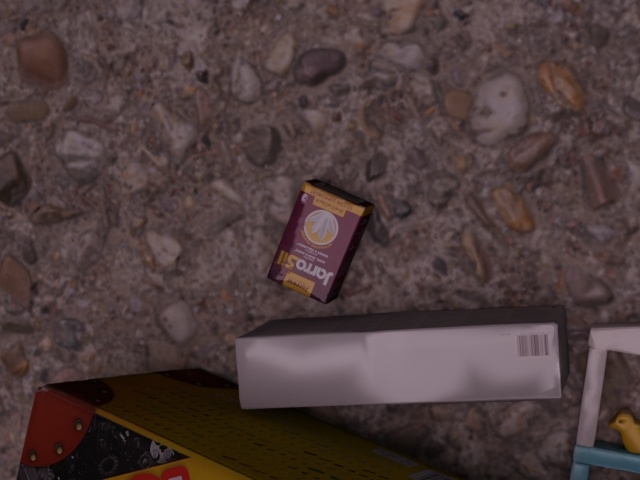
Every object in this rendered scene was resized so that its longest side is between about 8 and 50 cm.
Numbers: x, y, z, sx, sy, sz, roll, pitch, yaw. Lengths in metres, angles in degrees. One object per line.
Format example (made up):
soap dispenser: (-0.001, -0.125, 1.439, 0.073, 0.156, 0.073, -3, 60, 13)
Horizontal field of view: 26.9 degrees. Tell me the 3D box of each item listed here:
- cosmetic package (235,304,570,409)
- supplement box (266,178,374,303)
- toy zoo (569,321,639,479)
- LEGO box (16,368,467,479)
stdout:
cosmetic package: (0.065, 0.089, 1.012, 0.239, 0.099, 0.061, -4, 96, 15)
supplement box: (0.000, 0.000, 1.048, 0.055, 0.043, 0.083, 23, 100, 10)
toy zoo: (0.283, 0.176, 0.997, 0.192, 0.030, 0.293, 9, 97, 13)
LEGO box: (0.004, 0.345, 0.922, 0.500, 0.193, 0.373, 18, 98, 32)
